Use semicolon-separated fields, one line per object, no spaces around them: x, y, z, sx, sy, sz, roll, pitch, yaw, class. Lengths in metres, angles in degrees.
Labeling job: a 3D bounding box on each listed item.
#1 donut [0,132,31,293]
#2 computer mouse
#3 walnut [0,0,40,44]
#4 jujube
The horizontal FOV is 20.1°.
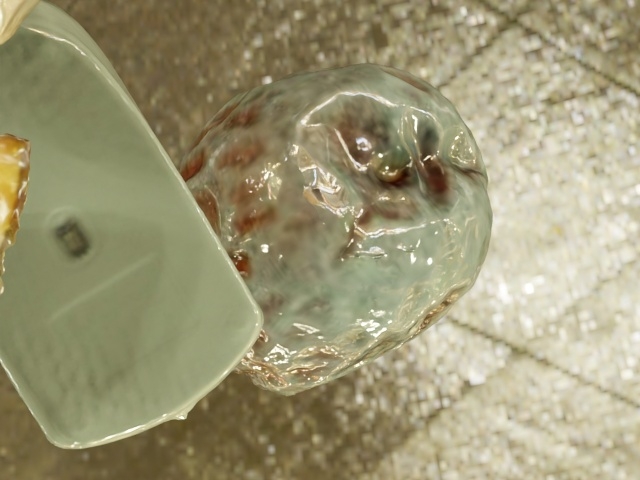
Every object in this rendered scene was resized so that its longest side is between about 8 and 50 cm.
-0.191;0.050;0.666;0.141;0.085;0.217;18;90;-29;donut
-0.126;-0.012;0.874;0.128;0.079;0.231;-28;97;-4;computer mouse
-0.139;-0.176;0.613;0.178;0.230;0.178;-15;175;-1;walnut
-0.002;-0.009;1.348;0.246;0.215;0.308;-28;173;-28;jujube
